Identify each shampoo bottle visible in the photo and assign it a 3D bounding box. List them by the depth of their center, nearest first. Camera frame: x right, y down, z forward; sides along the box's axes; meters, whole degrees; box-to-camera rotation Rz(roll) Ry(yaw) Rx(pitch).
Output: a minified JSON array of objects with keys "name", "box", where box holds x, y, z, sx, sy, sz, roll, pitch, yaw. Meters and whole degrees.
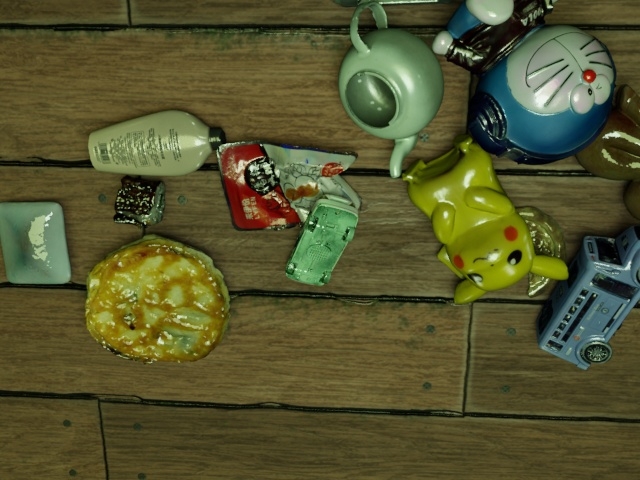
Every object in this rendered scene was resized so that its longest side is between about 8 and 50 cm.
[{"name":"shampoo bottle","box":[-0.310,-0.185,1.182,0.257,0.078,0.127,-4,102,6]}]

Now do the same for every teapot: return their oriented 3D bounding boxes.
[{"name":"teapot","box":[0.117,-0.268,1.072,0.193,0.129,0.294,2,125,40]}]

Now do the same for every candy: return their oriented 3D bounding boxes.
[{"name":"candy","box":[-0.592,0.006,1.260,0.138,0.071,0.174,0,105,4]}]

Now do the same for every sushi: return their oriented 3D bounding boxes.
[{"name":"sushi","box":[-0.353,-0.077,1.205,0.084,0.098,0.094,10,101,-1]}]

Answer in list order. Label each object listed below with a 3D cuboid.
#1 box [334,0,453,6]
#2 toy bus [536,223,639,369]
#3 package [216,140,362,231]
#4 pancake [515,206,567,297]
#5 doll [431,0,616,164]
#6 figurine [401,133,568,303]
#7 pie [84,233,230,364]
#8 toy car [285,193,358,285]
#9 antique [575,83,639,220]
[{"name":"box","box":[0.129,-0.454,0.997,0.225,0.225,0.117,0,106,4]},{"name":"toy bus","box":[0.520,0.093,1.142,0.133,0.125,0.292,21,123,4]},{"name":"package","box":[-0.056,-0.108,1.195,0.270,0.071,0.194,-2,112,11]},{"name":"pancake","box":[0.395,0.021,1.217,0.191,0.020,0.184,11,107,2]},{"name":"doll","box":[0.352,-0.280,1.029,0.284,0.240,0.310,-38,89,-14]},{"name":"figurine","box":[0.282,-0.023,1.127,0.218,0.169,0.326,-28,88,27]},{"name":"pie","box":[-0.333,0.131,1.272,0.315,0.092,0.315,1,111,3]},{"name":"toy car","box":[0.000,0.000,1.194,0.090,0.076,0.224,15,136,-12]},{"name":"antique","box":[0.572,-0.139,1.109,0.143,0.121,0.257,-40,99,22]}]
